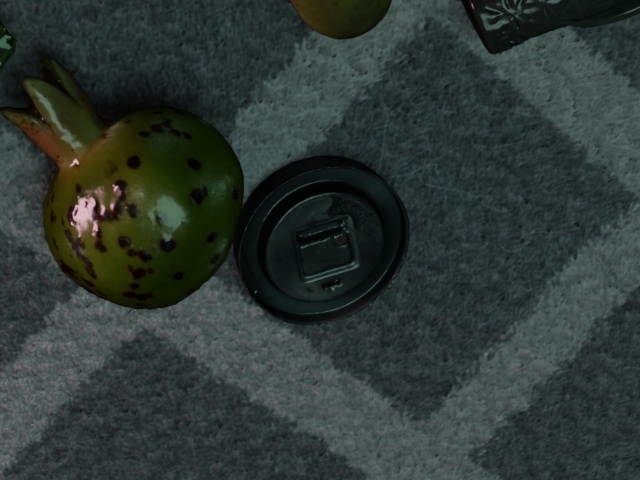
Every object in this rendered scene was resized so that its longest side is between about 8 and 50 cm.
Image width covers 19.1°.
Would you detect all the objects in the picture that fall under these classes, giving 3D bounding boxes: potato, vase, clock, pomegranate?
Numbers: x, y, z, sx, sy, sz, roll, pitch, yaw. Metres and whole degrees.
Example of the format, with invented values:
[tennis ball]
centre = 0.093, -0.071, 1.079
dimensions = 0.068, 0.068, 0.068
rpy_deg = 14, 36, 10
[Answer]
[potato]
centre = 0.012, -0.326, 2.049
dimensions = 0.149, 0.113, 0.251
rpy_deg = -43, 141, -29
[vase]
centre = 0.308, -0.315, 2.158
dimensions = 0.301, 0.156, 0.251
rpy_deg = -26, 149, 2
[clock]
centre = 0.000, 0.000, 2.269
dimensions = 0.215, 0.042, 0.215
rpy_deg = -9, 120, -15
[pomegranate]
centre = -0.227, -0.052, 2.081
dimensions = 0.286, 0.231, 0.231
rpy_deg = 28, 108, 1

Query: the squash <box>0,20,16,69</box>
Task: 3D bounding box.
[squash]
centre = -0.490, -0.110, 1.994
dimensions = 0.395, 0.107, 0.107
rpy_deg = -35, 123, -1
